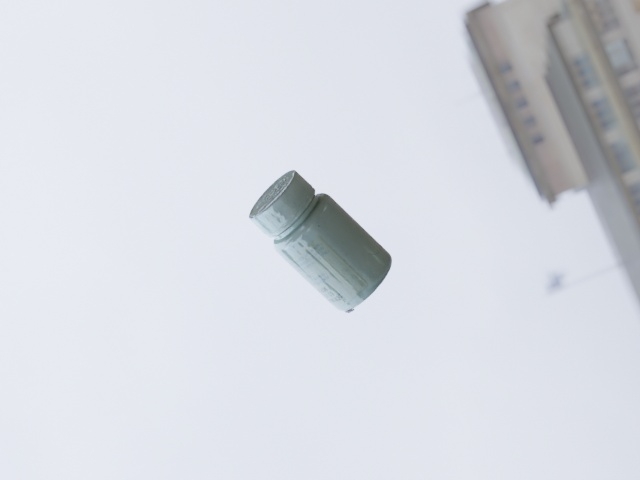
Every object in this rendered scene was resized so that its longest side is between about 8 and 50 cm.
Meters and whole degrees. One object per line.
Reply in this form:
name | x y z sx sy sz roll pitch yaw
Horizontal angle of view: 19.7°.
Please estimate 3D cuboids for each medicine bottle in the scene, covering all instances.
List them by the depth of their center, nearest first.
medicine bottle | 0.000 0.000 1.102 0.083 0.047 0.047 44 -155 -13
